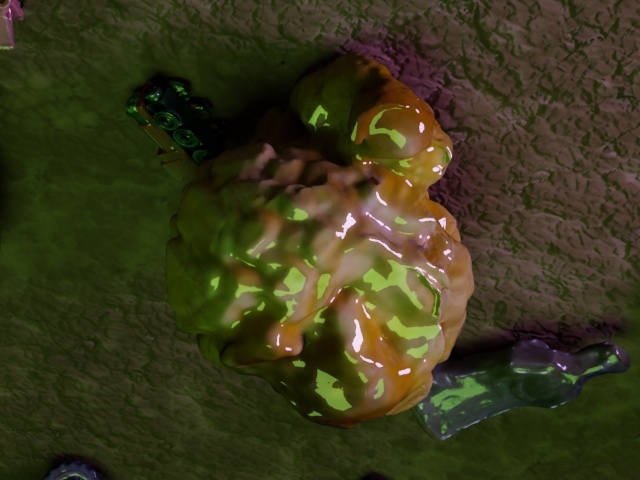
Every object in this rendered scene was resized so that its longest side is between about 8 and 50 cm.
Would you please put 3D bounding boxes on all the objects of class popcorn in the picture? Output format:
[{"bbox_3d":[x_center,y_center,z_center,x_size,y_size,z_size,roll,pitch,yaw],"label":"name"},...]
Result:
[{"bbox_3d":[0.000,0.000,1.639,0.265,0.225,0.332,4,119,-11],"label":"popcorn"}]

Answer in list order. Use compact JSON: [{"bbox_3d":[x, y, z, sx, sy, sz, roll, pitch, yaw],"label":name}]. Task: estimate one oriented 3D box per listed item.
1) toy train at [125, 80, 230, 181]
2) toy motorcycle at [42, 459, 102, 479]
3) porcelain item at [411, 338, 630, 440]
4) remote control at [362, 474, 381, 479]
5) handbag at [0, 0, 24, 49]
[{"bbox_3d":[-0.126,-0.097,1.672,0.064,0.044,0.103,-10,137,37],"label":"toy train"},{"bbox_3d":[-0.289,0.359,2.126,0.130,0.094,0.229,31,93,-11],"label":"toy motorcycle"},{"bbox_3d":[0.192,0.130,1.848,0.215,0.069,0.081,-18,121,30],"label":"porcelain item"},{"bbox_3d":[0.136,0.322,2.120,0.245,0.025,0.063,30,135,-21],"label":"remote control"},{"bbox_3d":[-0.323,-0.241,1.528,0.157,0.059,0.212,3,139,8],"label":"handbag"}]
